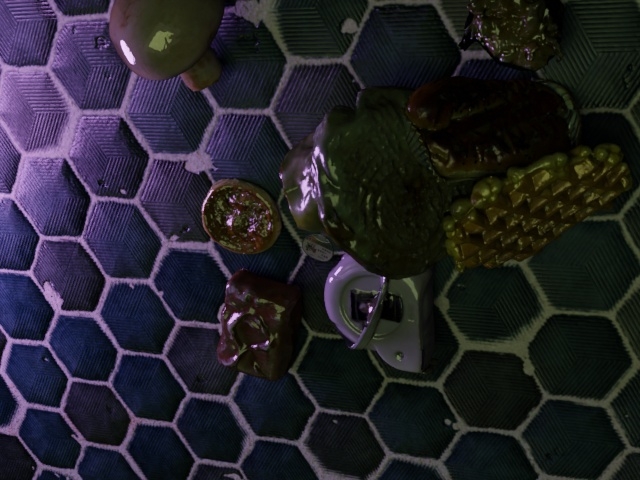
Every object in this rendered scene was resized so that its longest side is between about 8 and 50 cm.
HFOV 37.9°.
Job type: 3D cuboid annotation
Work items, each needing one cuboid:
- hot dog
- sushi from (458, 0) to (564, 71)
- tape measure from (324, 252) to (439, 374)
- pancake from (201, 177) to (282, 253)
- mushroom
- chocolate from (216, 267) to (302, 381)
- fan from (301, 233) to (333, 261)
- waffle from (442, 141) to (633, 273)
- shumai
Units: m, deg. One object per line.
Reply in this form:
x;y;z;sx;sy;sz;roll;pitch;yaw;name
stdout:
0.251;-0.167;1.354;0.270;0.082;0.163;-7;75;-14;hot dog
0.257;-0.342;1.323;0.147;0.115;0.212;-10;111;26;sushi
0.105;0.103;1.612;0.197;0.120;0.236;6;112;21;tape measure
-0.146;-0.041;1.697;0.158;0.028;0.158;8;116;17;pancake
-0.228;-0.341;1.496;0.209;0.206;0.206;32;126;-20;mushroom
-0.120;0.168;1.753;0.148;0.093;0.214;18;121;16;chocolate
-0.008;0.003;1.674;0.060;0.003;0.080;-1;115;23;fan
0.319;-0.045;1.389;0.300;0.281;0.058;-26;64;14;waffle
0.076;-0.105;1.507;0.263;0.304;0.309;16;122;55;shumai
